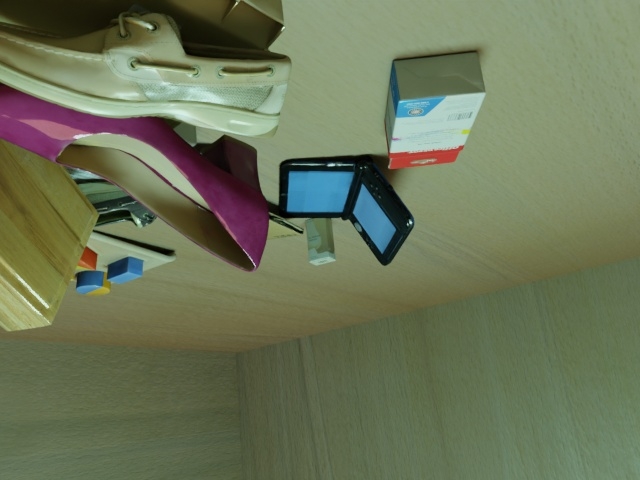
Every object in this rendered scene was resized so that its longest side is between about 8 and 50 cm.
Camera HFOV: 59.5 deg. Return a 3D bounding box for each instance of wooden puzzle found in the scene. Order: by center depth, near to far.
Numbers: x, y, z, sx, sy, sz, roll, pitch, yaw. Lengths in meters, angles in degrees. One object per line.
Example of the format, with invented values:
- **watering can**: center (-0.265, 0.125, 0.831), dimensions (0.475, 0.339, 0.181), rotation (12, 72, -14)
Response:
- **wooden puzzle**: center (-0.616, 0.073, 1.489), dimensions (0.322, 0.080, 0.348), rotation (-19, 157, 32)

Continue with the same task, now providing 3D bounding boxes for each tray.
- **tray**: center (-0.413, -0.100, 0.629), dimensions (0.076, 0.202, 0.410), rotation (-10, 135, 12)

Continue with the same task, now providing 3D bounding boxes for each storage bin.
- **storage bin**: center (-0.218, -0.256, 0.612), dimensions (0.261, 0.123, 0.262), rotation (-23, 155, 38)

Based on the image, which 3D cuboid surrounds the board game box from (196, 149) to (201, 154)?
- **board game box**: center (-0.256, -0.142, 1.068), dimensions (0.169, 0.033, 0.133), rotation (-5, 157, -19)

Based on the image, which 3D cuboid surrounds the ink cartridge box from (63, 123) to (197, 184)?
- **ink cartridge box**: center (-0.348, -0.163, 0.846), dimensions (0.273, 0.114, 0.197), rotation (-24, 156, 38)

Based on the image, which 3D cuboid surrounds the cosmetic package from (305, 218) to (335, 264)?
- **cosmetic package**: center (0.000, 0.000, 1.430), dimensions (0.060, 0.114, 0.041), rotation (-17, 158, 24)

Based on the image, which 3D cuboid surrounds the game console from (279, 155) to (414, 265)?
- **game console**: center (0.045, -0.049, 1.238), dimensions (0.174, 0.250, 0.293), rotation (-31, 165, -13)

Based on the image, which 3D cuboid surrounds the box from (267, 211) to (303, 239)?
- **box**: center (-0.169, -0.032, 1.370), dimensions (0.201, 0.021, 0.164), rotation (-6, 161, 34)

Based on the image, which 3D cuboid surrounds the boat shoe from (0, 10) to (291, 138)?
- **boat shoe**: center (-0.170, -0.175, 0.545), dimensions (0.303, 0.109, 0.098), rotation (6, 118, -31)

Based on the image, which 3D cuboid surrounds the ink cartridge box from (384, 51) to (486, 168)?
- **ink cartridge box**: center (0.181, -0.208, 0.945), dimensions (0.134, 0.077, 0.231), rotation (-6, 161, 0)

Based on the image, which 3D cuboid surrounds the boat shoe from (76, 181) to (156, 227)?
- **boat shoe**: center (-0.293, -0.054, 0.896), dimensions (0.224, 0.073, 0.080), rotation (-5, 164, -14)

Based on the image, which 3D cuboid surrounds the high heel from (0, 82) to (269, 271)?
- **high heel**: center (-0.219, -0.068, 0.685), dimensions (0.378, 0.181, 0.127), rotation (8, 156, -37)
